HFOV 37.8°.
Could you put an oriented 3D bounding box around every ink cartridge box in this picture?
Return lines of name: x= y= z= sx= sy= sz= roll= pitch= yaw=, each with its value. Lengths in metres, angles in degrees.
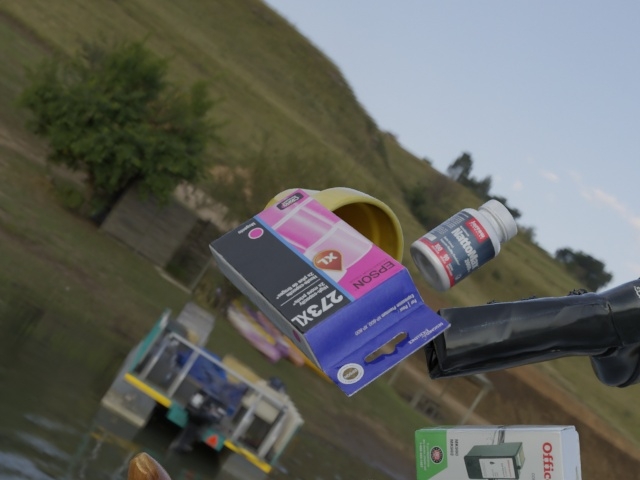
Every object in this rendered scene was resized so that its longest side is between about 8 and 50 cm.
ink cartridge box: x=0.001 y=0.060 z=1.335 sx=0.371 sy=0.176 sz=0.069 roll=40 pitch=-24 yaw=45
ink cartridge box: x=0.337 y=0.458 z=1.770 sx=0.289 sy=0.211 sz=0.121 roll=-7 pitch=-10 yaw=27

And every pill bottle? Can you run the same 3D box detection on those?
pill bottle: x=0.265 y=0.004 z=1.714 sx=0.108 sy=0.180 sz=0.108 roll=53 pitch=-13 yaw=17

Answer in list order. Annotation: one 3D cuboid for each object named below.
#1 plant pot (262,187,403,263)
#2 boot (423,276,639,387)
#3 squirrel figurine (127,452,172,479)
plant pot: x=0.000 y=0.000 z=1.897 sx=0.254 sy=0.254 sz=0.239 roll=37 pitch=-3 yaw=-38
boot: x=0.416 y=0.209 z=1.791 sx=0.367 sy=0.445 sz=0.146 roll=89 pitch=-14 yaw=-54
squirrel figurine: x=-0.192 y=0.608 z=1.594 sx=0.370 sy=0.281 sz=0.397 roll=4 pitch=-42 yaw=46
